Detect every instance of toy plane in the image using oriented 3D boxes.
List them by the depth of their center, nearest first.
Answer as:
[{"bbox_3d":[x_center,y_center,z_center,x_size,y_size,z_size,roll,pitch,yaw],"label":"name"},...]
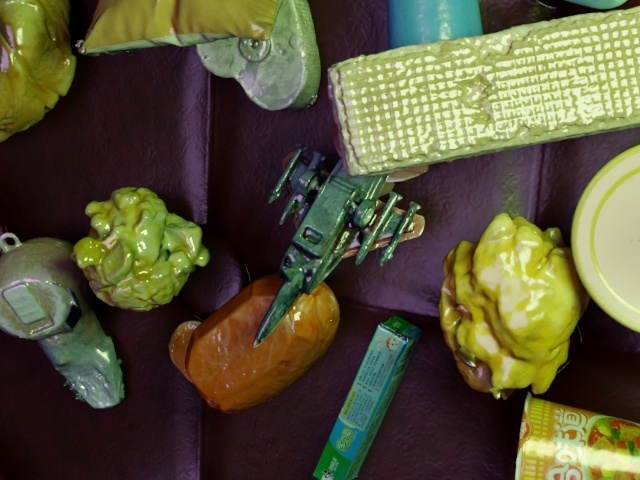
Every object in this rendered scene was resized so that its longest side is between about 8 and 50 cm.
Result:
[{"bbox_3d":[-0.001,-0.003,1.136,0.223,0.104,0.326,29,74,19],"label":"toy plane"}]

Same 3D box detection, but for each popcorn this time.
[{"bbox_3d":[0.229,0.077,1.074,0.190,0.191,0.253,27,119,35],"label":"popcorn"},{"bbox_3d":[-0.283,0.015,1.316,0.167,0.185,0.187,-11,125,48],"label":"popcorn"}]

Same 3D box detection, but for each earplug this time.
[{"bbox_3d":[0.142,-0.278,1.089,0.132,0.132,0.273,-3,94,27],"label":"earplug"}]

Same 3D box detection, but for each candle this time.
[{"bbox_3d":[-0.074,-0.280,1.223,0.192,0.068,0.168,35,110,14],"label":"candle"}]

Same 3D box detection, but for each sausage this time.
[{"bbox_3d":[-0.083,0.144,1.261,0.268,0.141,0.153,-41,80,25],"label":"sausage"}]

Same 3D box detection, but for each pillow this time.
[{"bbox_3d":[-0.153,-0.378,1.165,0.312,0.119,0.310,3,58,26],"label":"pillow"}]

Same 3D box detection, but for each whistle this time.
[{"bbox_3d":[-0.428,0.128,1.444,0.189,0.189,0.348,-14,115,28],"label":"whistle"}]

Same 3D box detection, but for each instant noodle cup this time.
[{"bbox_3d":[0.342,0.280,1.077,0.185,0.168,0.168,5,101,17],"label":"instant noodle cup"}]

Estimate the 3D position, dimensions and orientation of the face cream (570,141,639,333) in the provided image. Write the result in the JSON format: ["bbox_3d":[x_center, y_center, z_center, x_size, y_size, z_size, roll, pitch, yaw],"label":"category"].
[{"bbox_3d":[0.405,-0.012,0.970,0.218,0.179,0.218,5,101,26],"label":"face cream"}]

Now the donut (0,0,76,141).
[{"bbox_3d":[-0.554,-0.324,1.400,0.360,0.170,0.360,2,95,28],"label":"donut"}]

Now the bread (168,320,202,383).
[{"bbox_3d":[-0.196,0.181,1.390,0.110,0.024,0.110,5,101,26],"label":"bread"}]

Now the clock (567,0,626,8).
[{"bbox_3d":[0.240,-0.386,0.967,0.094,0.223,0.274,-43,42,-3],"label":"clock"}]

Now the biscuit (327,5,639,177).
[{"bbox_3d":[0.223,-0.175,0.991,0.426,0.078,0.144,-11,89,-1],"label":"biscuit"}]

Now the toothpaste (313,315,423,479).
[{"bbox_3d":[0.067,0.236,1.247,0.050,0.065,0.266,29,111,19],"label":"toothpaste"}]
